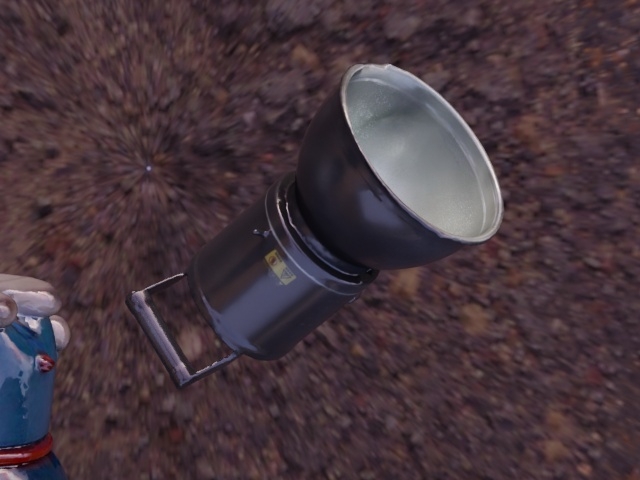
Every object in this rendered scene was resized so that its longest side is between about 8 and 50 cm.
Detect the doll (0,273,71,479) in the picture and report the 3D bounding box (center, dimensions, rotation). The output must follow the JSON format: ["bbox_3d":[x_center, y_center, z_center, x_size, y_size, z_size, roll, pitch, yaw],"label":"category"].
[{"bbox_3d":[-0.141,0.090,0.674,0.085,0.114,0.152,12,102,24],"label":"doll"}]

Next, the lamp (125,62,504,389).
[{"bbox_3d":[0.000,0.000,1.160,0.227,0.172,0.147,-40,76,33],"label":"lamp"}]
